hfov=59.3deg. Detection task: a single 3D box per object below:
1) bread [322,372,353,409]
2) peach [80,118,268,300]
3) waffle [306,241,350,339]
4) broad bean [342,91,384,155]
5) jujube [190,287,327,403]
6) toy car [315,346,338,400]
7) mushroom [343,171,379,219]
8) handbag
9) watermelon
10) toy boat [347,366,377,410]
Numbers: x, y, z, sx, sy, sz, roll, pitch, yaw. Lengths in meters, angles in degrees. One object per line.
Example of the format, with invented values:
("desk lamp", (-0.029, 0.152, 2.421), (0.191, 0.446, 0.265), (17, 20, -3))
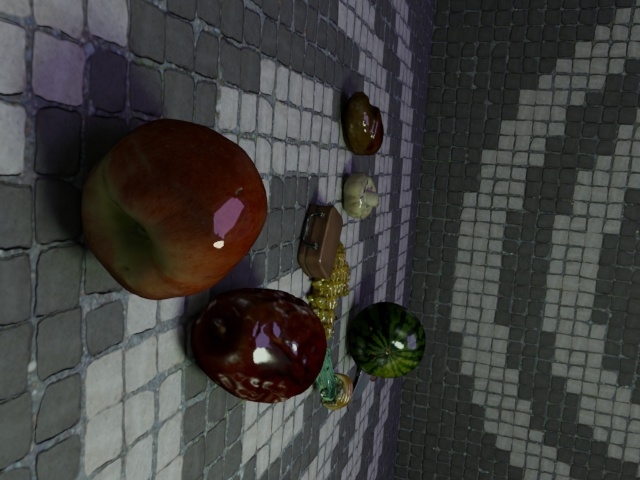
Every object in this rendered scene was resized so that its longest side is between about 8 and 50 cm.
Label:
("bread", (0.063, 0.504, 1.884), (0.177, 0.084, 0.119), (42, 56, -73))
("peach", (-0.182, -0.048, 0.744), (0.256, 0.233, 0.232), (-48, 140, -63))
("waffle", (0.035, 0.143, 1.699), (0.292, 0.069, 0.259), (-66, 156, -46))
("broad bean", (0.136, -0.359, 1.752), (0.228, 0.122, 0.156), (78, 28, -52))
("jujube", (-0.111, 0.197, 1.083), (0.318, 0.223, 0.222), (38, 59, -60))
("toy car", (0.005, 0.403, 1.709), (0.093, 0.058, 0.186), (-49, 129, -59))
("mushroom", (0.134, -0.144, 1.819), (0.154, 0.123, 0.154), (13, 90, -68))
("handbag", (0.000, 0.000, 1.542), (0.151, 0.072, 0.193), (54, 47, -64))
("watermelon", (0.242, 0.368, 2.066), (0.285, 0.286, 0.284), (6, 90, -72))
("toy boat", (0.187, 0.563, 2.308), (0.219, 0.072, 0.318), (62, 42, -55))
